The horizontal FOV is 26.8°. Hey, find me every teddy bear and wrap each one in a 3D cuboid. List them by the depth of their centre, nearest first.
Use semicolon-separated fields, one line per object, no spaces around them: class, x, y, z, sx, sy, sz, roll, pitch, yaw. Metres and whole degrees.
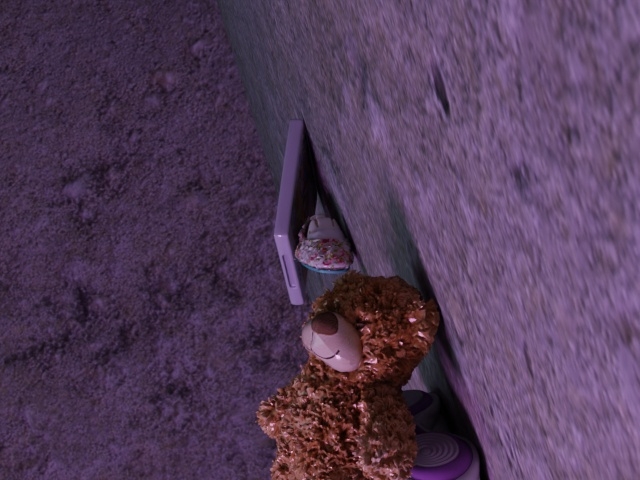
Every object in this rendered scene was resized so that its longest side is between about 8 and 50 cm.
teddy bear;0.007;0.194;1.327;0.245;0.113;0.338;-113;41;-59

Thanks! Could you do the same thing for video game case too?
video game case;-0.037;-0.045;2.160;0.206;0.026;0.227;79;-165;-56

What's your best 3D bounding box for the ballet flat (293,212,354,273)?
ballet flat;0.000;0.000;2.006;0.241;0.091;0.077;-146;55;-80

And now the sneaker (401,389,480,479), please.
sneaker;0.100;0.254;1.417;0.305;0.114;0.152;-122;17;-76
